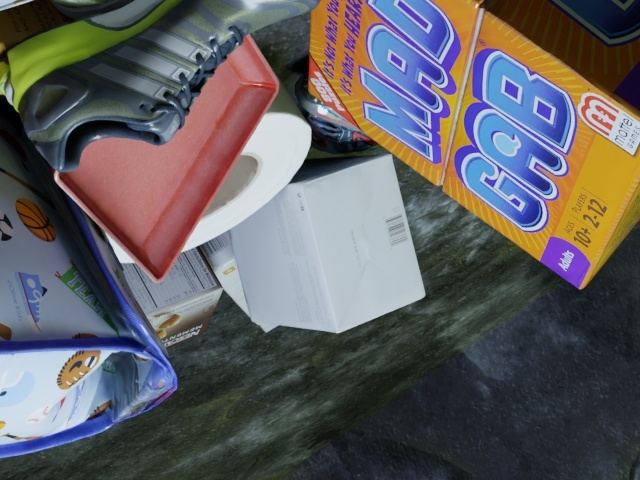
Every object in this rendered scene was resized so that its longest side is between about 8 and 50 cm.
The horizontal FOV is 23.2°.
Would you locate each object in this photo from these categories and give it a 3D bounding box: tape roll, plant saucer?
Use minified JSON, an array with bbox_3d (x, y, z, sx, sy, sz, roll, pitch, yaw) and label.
[{"bbox_3d":[-0.155,-0.093,1.797,0.286,0.100,0.286,-28,161,-10],"label":"tape roll"},{"bbox_3d":[-0.159,-0.120,1.546,0.258,0.048,0.259,-60,154,-14],"label":"plant saucer"}]

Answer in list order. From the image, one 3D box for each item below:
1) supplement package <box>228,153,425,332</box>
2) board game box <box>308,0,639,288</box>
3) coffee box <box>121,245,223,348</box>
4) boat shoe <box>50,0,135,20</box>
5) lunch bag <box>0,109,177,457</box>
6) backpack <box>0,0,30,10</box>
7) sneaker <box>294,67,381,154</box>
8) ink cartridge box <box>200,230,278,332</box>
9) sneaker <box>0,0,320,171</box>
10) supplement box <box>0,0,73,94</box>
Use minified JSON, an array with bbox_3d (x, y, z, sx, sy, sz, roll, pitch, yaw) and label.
[{"bbox_3d":[0.000,0.000,2.002,0.149,0.194,0.203,-20,-168,-32],"label":"supplement package"},{"bbox_3d":[0.237,-0.244,1.474,0.356,0.356,0.356,-49,166,-19],"label":"board game box"},{"bbox_3d":[-0.270,0.100,2.096,0.247,0.098,0.141,-21,158,-27],"label":"coffee box"},{"bbox_3d":[-0.111,-0.298,1.340,0.320,0.118,0.103,-27,166,7],"label":"boat shoe"},{"bbox_3d":[-0.330,0.030,1.496,0.239,0.327,0.385,-42,157,24],"label":"lunch bag"},{"bbox_3d":[-0.216,-0.296,1.034,0.277,0.213,0.263,-27,138,-19],"label":"backpack"},{"bbox_3d":[0.032,-0.148,1.940,0.125,0.104,0.262,-37,160,22],"label":"sneaker"},{"bbox_3d":[-0.059,0.030,2.298,0.176,0.069,0.371,-32,158,0],"label":"ink cartridge box"},{"bbox_3d":[-0.131,-0.153,1.367,0.300,0.121,0.111,-24,167,7],"label":"sneaker"},{"bbox_3d":[-0.307,-0.179,1.389,0.233,0.078,0.080,-14,154,-42],"label":"supplement box"}]
